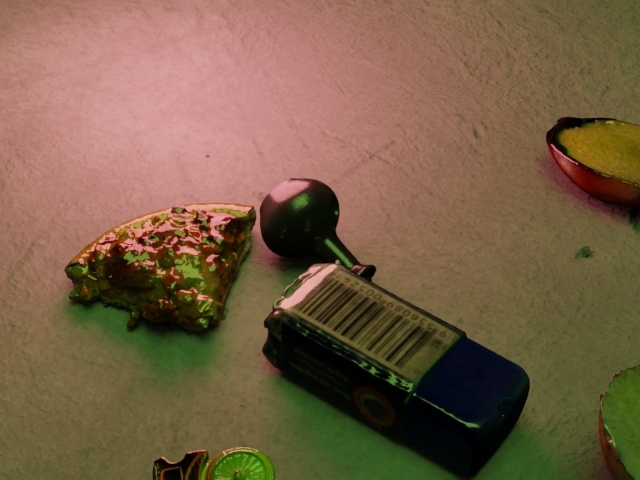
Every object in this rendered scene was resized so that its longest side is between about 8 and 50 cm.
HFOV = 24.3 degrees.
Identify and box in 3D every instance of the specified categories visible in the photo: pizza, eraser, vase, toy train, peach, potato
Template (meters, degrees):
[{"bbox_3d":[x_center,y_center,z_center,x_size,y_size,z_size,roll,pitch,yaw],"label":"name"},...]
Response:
[{"bbox_3d":[-0.195,0.034,2.008,0.289,0.081,0.229,-16,48,-20],"label":"pizza"},{"bbox_3d":[0.094,0.155,1.889,0.332,0.101,0.155,29,49,22],"label":"eraser"},{"bbox_3d":[0.000,0.000,2.040,0.120,0.120,0.183,-33,70,-30],"label":"vase"},{"bbox_3d":[-0.106,0.365,1.671,0.160,0.100,0.296,-11,47,-3],"label":"toy train"},{"bbox_3d":[0.464,-0.103,2.189,0.279,0.068,0.189,26,41,24],"label":"peach"},{"bbox_3d":[0.456,0.263,1.790,0.299,0.116,0.239,-6,51,-24],"label":"potato"}]
